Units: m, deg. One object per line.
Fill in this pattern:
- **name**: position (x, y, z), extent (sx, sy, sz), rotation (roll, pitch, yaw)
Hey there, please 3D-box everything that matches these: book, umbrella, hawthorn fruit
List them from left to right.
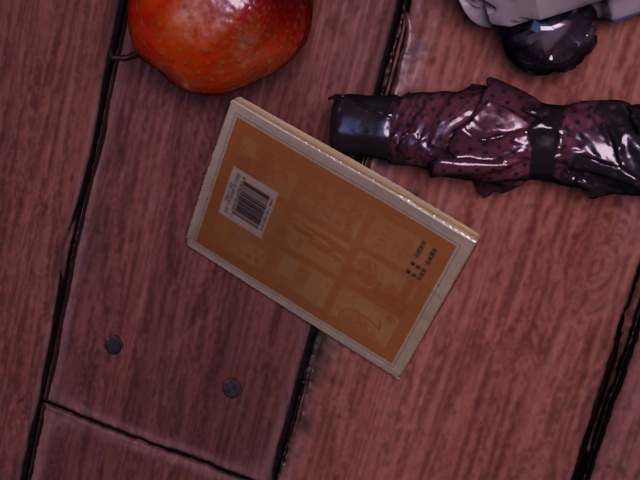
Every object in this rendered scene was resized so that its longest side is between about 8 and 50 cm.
- **hawthorn fruit**: position (-0.101, -0.197, 0.725), extent (0.194, 0.157, 0.157), rotation (-28, 89, 22)
- **book**: position (0.000, 0.000, 0.762), extent (0.241, 0.018, 0.170), rotation (31, 125, 10)
- **umbrella**: position (0.160, -0.083, 0.695), extent (0.325, 0.094, 0.090), rotation (7, 85, 15)

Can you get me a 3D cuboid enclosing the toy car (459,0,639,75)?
- **toy car**: position (0.230, -0.260, 0.616), extent (0.314, 0.198, 0.166), rotation (-16, 61, 16)
